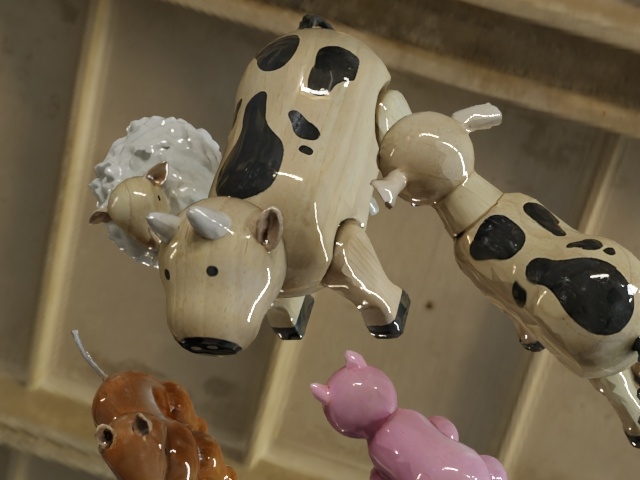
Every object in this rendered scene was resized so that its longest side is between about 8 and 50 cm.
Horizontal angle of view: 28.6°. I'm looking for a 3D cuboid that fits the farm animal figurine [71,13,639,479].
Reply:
[{"bbox_3d":[0.000,0.000,0.671,0.330,0.327,0.172,-18,-44,18],"label":"farm animal figurine"}]
